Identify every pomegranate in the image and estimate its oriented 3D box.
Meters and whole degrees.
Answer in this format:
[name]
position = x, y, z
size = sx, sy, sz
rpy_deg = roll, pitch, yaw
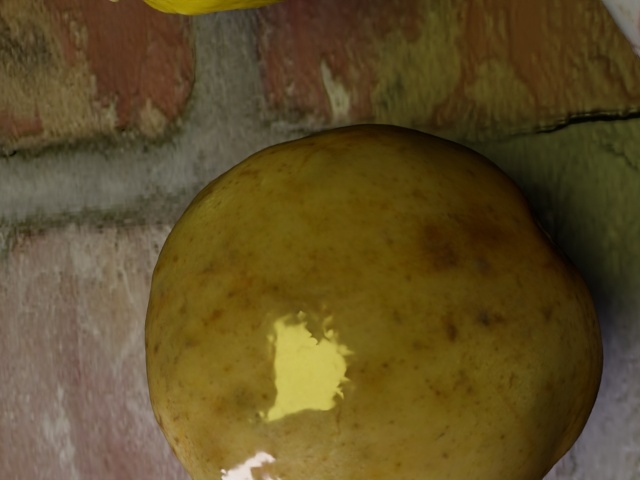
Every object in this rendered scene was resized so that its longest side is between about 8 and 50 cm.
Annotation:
[pomegranate]
position = 0.024, 0.058, 0.759
size = 0.260, 0.260, 0.260
rpy_deg = 3, 95, 35

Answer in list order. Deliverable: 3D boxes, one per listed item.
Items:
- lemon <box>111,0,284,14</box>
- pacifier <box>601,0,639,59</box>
[lemon]
position = -0.042, -0.278, 0.768
size = 0.285, 0.285, 0.316
rpy_deg = 53, 162, 20
[pacifier]
position = 0.258, -0.140, 0.625
size = 0.226, 0.238, 0.287
rpy_deg = -32, 71, 2
